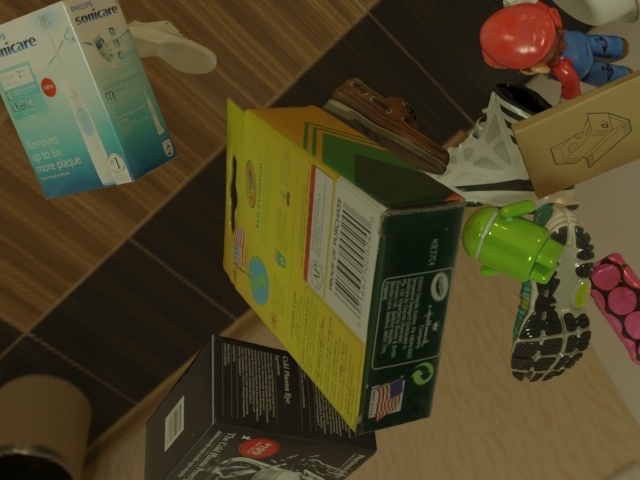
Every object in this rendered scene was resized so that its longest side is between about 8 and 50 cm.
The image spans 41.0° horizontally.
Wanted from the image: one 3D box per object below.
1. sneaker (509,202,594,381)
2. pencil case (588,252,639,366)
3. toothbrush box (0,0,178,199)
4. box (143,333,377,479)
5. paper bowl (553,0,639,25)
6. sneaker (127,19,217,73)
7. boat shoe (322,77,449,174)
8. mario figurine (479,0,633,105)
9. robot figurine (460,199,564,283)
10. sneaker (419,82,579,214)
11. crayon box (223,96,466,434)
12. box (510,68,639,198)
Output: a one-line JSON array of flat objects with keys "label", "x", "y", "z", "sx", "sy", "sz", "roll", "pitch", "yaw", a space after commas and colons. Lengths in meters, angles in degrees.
[{"label": "sneaker", "x": 0.321, "y": 0.077, "z": 1.197, "sx": 0.107, "sy": 0.110, "sz": 0.275, "roll": 2, "pitch": 117, "yaw": -5}, {"label": "pencil case", "x": 0.566, "y": 0.131, "z": 1.573, "sx": 0.098, "sy": 0.209, "sz": 0.095, "roll": -28, "pitch": 156, "yaw": -4}, {"label": "toothbrush box", "x": -0.398, "y": -0.237, "z": 1.409, "sx": 0.216, "sy": 0.126, "sz": 0.296, "roll": -7, "pitch": 110, "yaw": 32}, {"label": "box", "x": -0.120, "y": 0.359, "z": 1.567, "sx": 0.312, "sy": 0.179, "sz": 0.343, "roll": 15, "pitch": 136, "yaw": -24}, {"label": "paper bowl", "x": 0.532, "y": -0.541, "z": 1.692, "sx": 0.284, "sy": 0.284, "sz": 0.148, "roll": 40, "pitch": 96, "yaw": -26}, {"label": "sneaker", "x": -0.309, "y": -0.415, "z": 1.775, "sx": 0.212, "sy": 0.094, "sz": 0.080, "roll": 17, "pitch": 141, "yaw": 2}, {"label": "boat shoe", "x": 0.145, "y": -0.241, "z": 1.725, "sx": 0.104, "sy": 0.307, "sz": 0.111, "roll": -53, "pitch": 154, "yaw": -7}, {"label": "mario figurine", "x": 0.405, "y": -0.332, "z": 1.540, "sx": 0.320, "sy": 0.198, "sz": 0.170, "roll": 8, "pitch": 124, "yaw": -31}, {"label": "robot figurine", "x": 0.210, "y": 0.004, "z": 0.955, "sx": 0.115, "sy": 0.067, "sz": 0.101, "roll": 25, "pitch": 134, "yaw": 20}, {"label": "sneaker", "x": 0.352, "y": -0.201, "z": 1.804, "sx": 0.169, "sy": 0.447, "sz": 0.258, "roll": -10, "pitch": 102, "yaw": -37}, {"label": "crayon box", "x": 0.000, "y": 0.000, "z": 0.787, "sx": 0.081, "sy": 0.318, "sz": 0.202, "roll": -8, "pitch": 118, "yaw": -26}, {"label": "box", "x": 0.398, "y": -0.154, "z": 1.272, "sx": 0.201, "sy": 0.021, "sz": 0.164, "roll": -23, "pitch": 138, "yaw": 12}]
